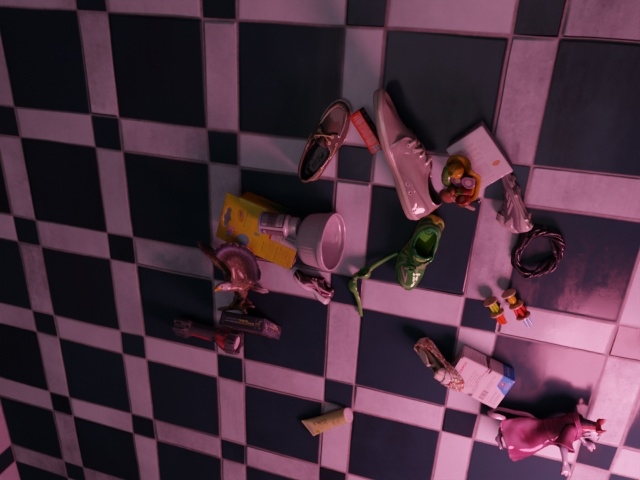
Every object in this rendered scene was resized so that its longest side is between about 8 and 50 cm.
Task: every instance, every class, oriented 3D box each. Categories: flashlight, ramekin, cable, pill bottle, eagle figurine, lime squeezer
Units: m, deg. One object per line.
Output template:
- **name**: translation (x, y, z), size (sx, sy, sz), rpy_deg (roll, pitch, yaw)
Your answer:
- **flashlight**: translation (-0.481, 0.407, 2.244), size (0.304, 0.103, 0.103), rpy_deg (10, 84, 18)
- **ramekin**: translation (0.000, 0.000, 1.848), size (0.109, 0.207, 0.207), rpy_deg (7, 115, 25)
- **cable**: translation (0.713, 0.044, 1.722), size (0.150, 0.047, 0.184), rpy_deg (18, 114, 5)
- **pill bottle**: translation (-0.143, -0.055, 1.835), size (0.137, 0.078, 0.078), rpy_deg (7, 114, 14)
- **eagle figurine**: translation (-0.337, 0.131, 2.010), size (0.226, 0.225, 0.298), rpy_deg (-10, 98, 4)
- **lime squeezer**: translation (0.170, 0.151, 1.936), size (0.110, 0.059, 0.310), rpy_deg (29, 117, 5)

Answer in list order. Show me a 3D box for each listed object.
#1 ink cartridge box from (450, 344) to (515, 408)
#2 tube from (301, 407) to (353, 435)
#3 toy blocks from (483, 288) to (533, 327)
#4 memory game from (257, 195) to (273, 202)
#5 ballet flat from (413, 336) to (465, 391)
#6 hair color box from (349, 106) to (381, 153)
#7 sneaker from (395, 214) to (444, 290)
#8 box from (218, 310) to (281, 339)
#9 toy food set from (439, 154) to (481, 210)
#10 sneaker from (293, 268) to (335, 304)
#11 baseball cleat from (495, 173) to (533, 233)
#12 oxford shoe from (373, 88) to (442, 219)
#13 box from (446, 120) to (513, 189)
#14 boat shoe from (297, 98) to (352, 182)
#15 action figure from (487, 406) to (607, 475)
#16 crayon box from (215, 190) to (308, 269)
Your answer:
- **ink cartridge box**: translation (0.585, 0.501, 1.932), size (0.203, 0.086, 0.148), rpy_deg (27, 119, 7)
- **tube**: translation (0.031, 0.782, 2.255), size (0.240, 0.062, 0.070), rpy_deg (-29, 61, 31)
- **toy blocks**: translation (0.657, 0.254, 1.820), size (0.123, 0.054, 0.148), rpy_deg (-31, 101, 26)
- **memory game**: translation (-0.233, -0.085, 1.992), size (0.186, 0.012, 0.186), rpy_deg (7, 113, 15)
- **ballet flat**: translation (0.424, 0.460, 1.914), size (0.241, 0.077, 0.091), rpy_deg (50, 130, 31)
- **hair color box**: translation (0.154, -0.360, 1.712), size (0.043, 0.072, 0.141), rpy_deg (-28, 102, 26)
- **sneaker**: translation (0.329, 0.050, 1.801), size (0.109, 0.123, 0.296), rpy_deg (22, 118, 8)
- **box**: translation (-0.272, 0.337, 2.075), size (0.183, 0.233, 0.059), rpy_deg (9, 75, 15)
- **toy food set**: translation (0.423, -0.162, 1.630), size (0.128, 0.071, 0.218), rpy_deg (36, 156, 31)
- **sneaker**: translation (-0.020, 0.160, 2.006), size (0.178, 0.072, 0.077), rpy_deg (37, 107, -9)
- **baseball cleat**: translation (0.598, -0.114, 1.673), size (0.109, 0.072, 0.206), rpy_deg (-20, 96, 40)
- **oxford shoe**: translation (0.277, -0.274, 1.658), size (0.130, 0.169, 0.449), rpy_deg (-13, 115, 26)
- **box**: translation (0.495, -0.261, 1.631), size (0.130, 0.091, 0.170), rpy_deg (-33, 99, 27)
- **boat shoe**: translation (0.012, -0.327, 1.761), size (0.109, 0.091, 0.305), rpy_deg (31, 118, 4)
- **action figure**: translation (0.841, 0.683, 1.901), size (0.370, 0.248, 0.276), rpy_deg (-29, 74, 28)
- **crayon box**: translation (-0.215, -0.048, 1.948), size (0.318, 0.081, 0.202), rpy_deg (24, 117, 6)
